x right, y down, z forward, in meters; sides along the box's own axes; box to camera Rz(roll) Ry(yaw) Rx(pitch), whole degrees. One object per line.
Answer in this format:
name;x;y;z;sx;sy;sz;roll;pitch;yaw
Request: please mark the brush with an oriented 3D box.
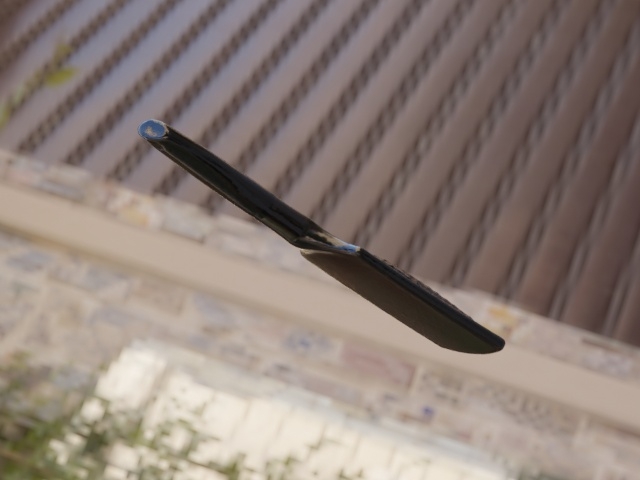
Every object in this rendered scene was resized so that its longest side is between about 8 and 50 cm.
brush;0.000;0.000;0.877;0.063;0.193;0.016;-4;57;64
